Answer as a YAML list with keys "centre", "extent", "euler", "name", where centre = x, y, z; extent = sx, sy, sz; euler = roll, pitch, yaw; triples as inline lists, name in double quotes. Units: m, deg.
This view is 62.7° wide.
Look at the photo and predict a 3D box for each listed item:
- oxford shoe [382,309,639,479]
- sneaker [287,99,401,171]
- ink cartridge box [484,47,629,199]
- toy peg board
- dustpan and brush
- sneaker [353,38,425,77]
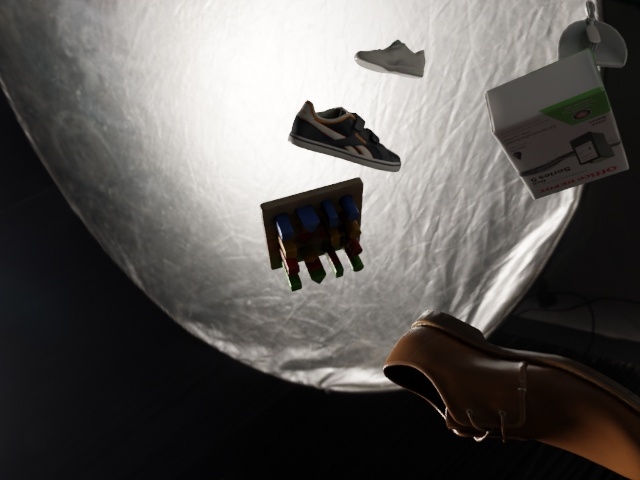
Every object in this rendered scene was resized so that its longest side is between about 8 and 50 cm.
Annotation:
- centre: [0.134, 0.119, 0.371]
  extent: [0.212, 0.076, 0.076]
  euler: [15, 132, 49]
  name: "oxford shoe"
- centre: [0.083, -0.269, 1.361]
  extent: [0.126, 0.322, 0.127]
  euler: [-128, 54, -62]
  name: "sneaker"
- centre: [0.478, -0.218, 1.053]
  extent: [0.199, 0.114, 0.273]
  euler: [-19, 144, 31]
  name: "ink cartridge box"
- centre: [0.000, 0.000, 0.824]
  extent: [0.160, 0.162, 0.079]
  euler: [89, 161, -54]
  name: "toy peg board"
- centre: [0.628, -0.488, 1.223]
  extent: [0.148, 0.211, 0.060]
  euler: [9, 139, 9]
  name: "dustpan and brush"
- centre: [0.193, -0.513, 1.456]
  extent: [0.080, 0.213, 0.094]
  euler: [-149, 66, -66]
  name: "sneaker"
